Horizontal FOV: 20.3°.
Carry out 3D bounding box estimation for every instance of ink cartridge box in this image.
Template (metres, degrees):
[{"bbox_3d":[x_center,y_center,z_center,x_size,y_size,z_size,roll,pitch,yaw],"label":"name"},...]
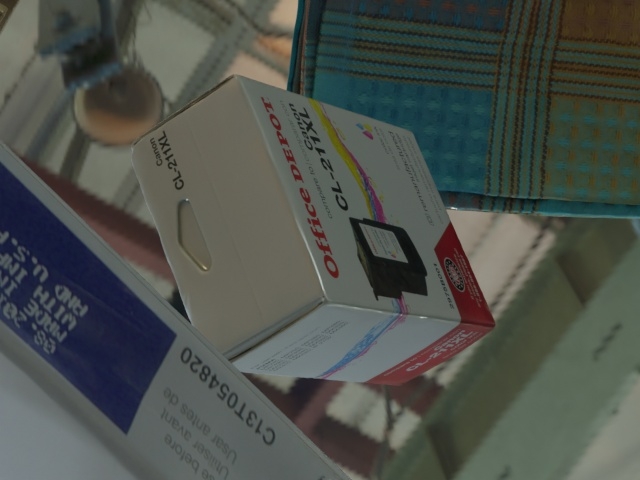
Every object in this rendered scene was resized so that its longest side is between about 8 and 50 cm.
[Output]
[{"bbox_3d":[0.000,0.000,0.904,0.072,0.127,0.175,-31,-21,25],"label":"ink cartridge box"},{"bbox_3d":[-0.102,0.075,0.461,0.224,0.045,0.223,-23,-58,41],"label":"ink cartridge box"}]

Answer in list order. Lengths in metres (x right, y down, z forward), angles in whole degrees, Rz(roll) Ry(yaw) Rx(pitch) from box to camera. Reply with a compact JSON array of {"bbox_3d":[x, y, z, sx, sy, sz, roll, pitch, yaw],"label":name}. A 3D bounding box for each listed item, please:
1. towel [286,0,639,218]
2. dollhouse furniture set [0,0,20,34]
[{"bbox_3d":[0.165,-0.147,1.096,0.370,0.040,0.272,3,-81,-16],"label":"towel"},{"bbox_3d":[-0.290,-0.052,0.876,0.161,0.212,0.242,33,-60,-8],"label":"dollhouse furniture set"}]
